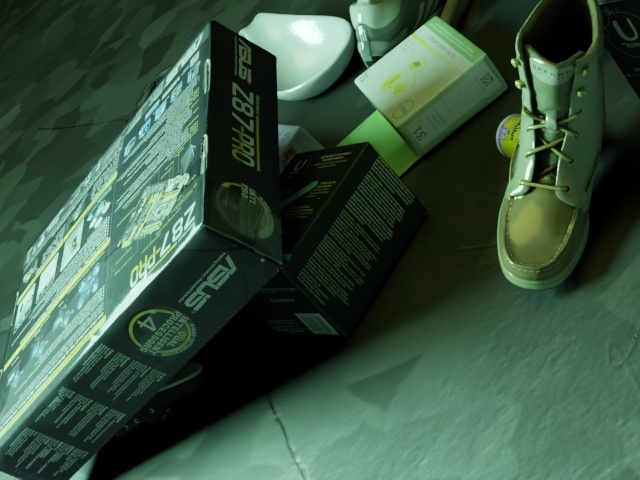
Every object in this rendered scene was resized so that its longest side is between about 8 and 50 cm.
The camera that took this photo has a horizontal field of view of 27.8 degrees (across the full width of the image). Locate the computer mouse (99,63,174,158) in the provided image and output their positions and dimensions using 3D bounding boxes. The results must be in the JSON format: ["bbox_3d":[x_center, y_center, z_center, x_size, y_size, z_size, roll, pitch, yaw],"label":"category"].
[{"bbox_3d":[-0.215,-0.194,1.881,0.262,0.060,0.184,-23,35,55],"label":"computer mouse"}]

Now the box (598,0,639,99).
[{"bbox_3d":[0.360,-0.238,1.078,0.163,0.142,0.247,-1,47,53],"label":"box"}]

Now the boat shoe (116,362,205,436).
[{"bbox_3d":[-0.164,0.160,1.301,0.133,0.042,0.049,-27,10,28],"label":"boat shoe"}]

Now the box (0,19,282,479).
[{"bbox_3d":[-0.187,0.015,1.290,0.395,0.097,0.318,-45,28,31],"label":"box"}]

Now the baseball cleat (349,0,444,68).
[{"bbox_3d":[0.094,-0.257,1.543,0.072,0.109,0.206,7,21,33],"label":"baseball cleat"}]

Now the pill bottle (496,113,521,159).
[{"bbox_3d":[0.200,-0.090,1.181,0.043,0.043,0.083,-47,27,-10],"label":"pill bottle"}]

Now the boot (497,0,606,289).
[{"bbox_3d":[0.185,-0.084,1.037,0.077,0.165,0.213,10,60,17],"label":"boot"}]

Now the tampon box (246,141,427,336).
[{"bbox_3d":[0.000,0.000,1.248,0.120,0.101,0.161,-3,45,52],"label":"tampon box"}]

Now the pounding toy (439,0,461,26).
[{"bbox_3d":[0.234,-0.334,1.467,0.237,0.110,0.183,126,161,-48],"label":"pounding toy"}]

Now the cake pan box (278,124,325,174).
[{"bbox_3d":[-0.136,-0.018,1.481,0.266,0.070,0.246,-54,27,-12],"label":"cake pan box"}]

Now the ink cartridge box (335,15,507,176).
[{"bbox_3d":[0.074,-0.133,1.405,0.235,0.056,0.171,-38,27,4],"label":"ink cartridge box"}]

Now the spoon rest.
[{"bbox_3d":[-0.044,-0.250,1.702,0.137,0.084,0.276,-45,26,-7],"label":"spoon rest"}]
